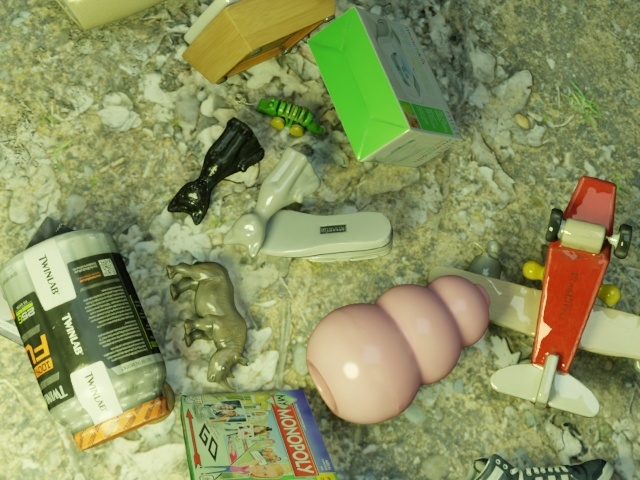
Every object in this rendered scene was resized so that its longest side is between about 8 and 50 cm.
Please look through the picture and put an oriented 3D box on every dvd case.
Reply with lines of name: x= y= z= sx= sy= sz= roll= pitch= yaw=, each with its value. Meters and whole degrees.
dvd case: x=-0.453 y=0.084 z=1.607 sx=0.164 sy=0.018 sz=0.221 roll=28 pitch=65 yaw=-2

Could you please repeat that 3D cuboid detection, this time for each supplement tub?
supplement tub: x=-0.366 y=0.157 z=1.487 sx=0.194 sy=0.193 sz=0.316 roll=-21 pitch=80 yaw=-21

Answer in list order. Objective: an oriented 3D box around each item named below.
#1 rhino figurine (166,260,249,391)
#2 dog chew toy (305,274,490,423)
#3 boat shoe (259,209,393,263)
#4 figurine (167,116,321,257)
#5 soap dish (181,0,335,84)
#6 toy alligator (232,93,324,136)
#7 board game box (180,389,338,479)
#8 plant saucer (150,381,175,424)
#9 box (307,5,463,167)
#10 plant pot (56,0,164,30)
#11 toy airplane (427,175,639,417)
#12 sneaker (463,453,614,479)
rhino figurine: x=-0.183 y=0.145 z=1.619 sx=0.106 sy=0.073 sz=0.243 roll=-15 pitch=74 yaw=-16
dog chew toy: x=0.143 y=0.168 z=1.601 sx=0.332 sy=0.206 sz=0.206 roll=-29 pitch=77 yaw=-14
boat shoe: x=0.000 y=0.000 z=1.714 sx=0.268 sy=0.088 sz=0.096 roll=-6 pitch=54 yaw=6
figurine: x=-0.140 y=-0.089 z=1.700 sx=0.215 sy=0.092 sz=0.209 roll=30 pitch=71 yaw=22
soap dish: x=-0.115 y=-0.403 z=1.758 sx=0.229 sy=0.291 sz=0.118 roll=-29 pitch=96 yaw=-23
toy alligator: x=-0.080 y=-0.253 z=1.820 sx=0.190 sy=0.051 sz=0.056 roll=22 pitch=64 yaw=-4
board game box: x=-0.098 y=0.337 z=1.460 sx=0.213 sy=0.317 sz=0.046 roll=-1 pitch=113 yaw=-14
plant saucer: x=-0.285 y=0.266 z=1.575 sx=0.083 sy=0.015 sz=0.083 roll=5 pitch=67 yaw=-12
box: x=0.124 y=-0.280 z=1.778 sx=0.231 sy=0.127 sz=0.262 roll=0 pitch=64 yaw=-56
plant pot: x=-0.380 y=-0.530 z=1.775 sx=0.274 sy=0.256 sz=0.256 roll=-41 pitch=82 yaw=-9
toy airplane: x=0.444 y=0.126 z=1.704 sx=0.384 sy=0.272 sz=0.386 roll=-33 pitch=86 yaw=15
sneaker: x=0.368 y=0.412 z=1.628 sx=0.282 sy=0.099 sz=0.153 roll=-26 pitch=78 yaw=-19
